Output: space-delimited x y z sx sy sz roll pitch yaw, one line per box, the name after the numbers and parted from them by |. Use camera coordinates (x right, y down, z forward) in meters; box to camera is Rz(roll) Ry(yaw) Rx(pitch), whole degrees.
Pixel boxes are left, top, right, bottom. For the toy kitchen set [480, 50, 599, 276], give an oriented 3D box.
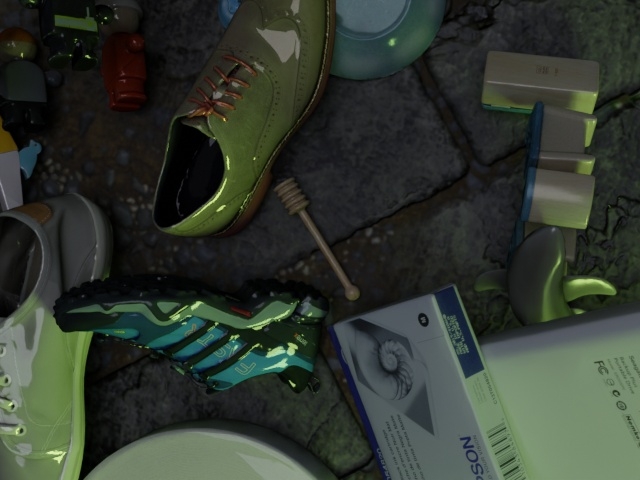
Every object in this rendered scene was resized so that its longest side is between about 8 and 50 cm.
0.227 -0.075 0.977 0.122 0.166 0.207 9 54 9 | toy kitchen set

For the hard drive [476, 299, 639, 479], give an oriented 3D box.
0.257 0.186 0.847 0.353 0.047 0.233 -23 96 51 | hard drive

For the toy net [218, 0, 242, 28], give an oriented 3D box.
-0.036 -0.342 1.033 0.232 0.045 0.122 -33 83 6 | toy net

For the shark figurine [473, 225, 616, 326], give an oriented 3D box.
0.263 0.107 0.933 0.278 0.166 0.116 38 53 -23 | shark figurine

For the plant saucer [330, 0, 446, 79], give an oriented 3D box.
0.049 -0.278 0.992 0.195 0.037 0.194 -1 102 -3 | plant saucer

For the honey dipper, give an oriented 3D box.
0.000 0.000 1.032 0.030 0.030 0.160 -33 89 8 | honey dipper

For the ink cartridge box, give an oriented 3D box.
0.093 0.176 0.935 0.224 0.045 0.223 -27 83 51 | ink cartridge box

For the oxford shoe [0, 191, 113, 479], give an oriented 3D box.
-0.350 0.160 1.015 0.169 0.130 0.448 8 88 36 | oxford shoe

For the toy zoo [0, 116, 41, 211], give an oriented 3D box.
-0.471 -0.078 1.025 0.293 0.030 0.192 -18 92 -30 | toy zoo

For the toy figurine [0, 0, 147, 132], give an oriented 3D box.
-0.313 -0.228 0.995 0.210 0.213 0.148 -11 78 12 | toy figurine

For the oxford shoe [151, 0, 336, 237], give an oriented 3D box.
-0.084 -0.153 0.962 0.123 0.130 0.348 25 105 19 | oxford shoe

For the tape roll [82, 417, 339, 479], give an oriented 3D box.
-0.130 0.402 1.028 0.392 0.072 0.391 0 90 9 | tape roll

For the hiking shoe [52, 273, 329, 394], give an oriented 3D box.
-0.139 0.110 0.976 0.304 0.113 0.132 4 97 -12 | hiking shoe
